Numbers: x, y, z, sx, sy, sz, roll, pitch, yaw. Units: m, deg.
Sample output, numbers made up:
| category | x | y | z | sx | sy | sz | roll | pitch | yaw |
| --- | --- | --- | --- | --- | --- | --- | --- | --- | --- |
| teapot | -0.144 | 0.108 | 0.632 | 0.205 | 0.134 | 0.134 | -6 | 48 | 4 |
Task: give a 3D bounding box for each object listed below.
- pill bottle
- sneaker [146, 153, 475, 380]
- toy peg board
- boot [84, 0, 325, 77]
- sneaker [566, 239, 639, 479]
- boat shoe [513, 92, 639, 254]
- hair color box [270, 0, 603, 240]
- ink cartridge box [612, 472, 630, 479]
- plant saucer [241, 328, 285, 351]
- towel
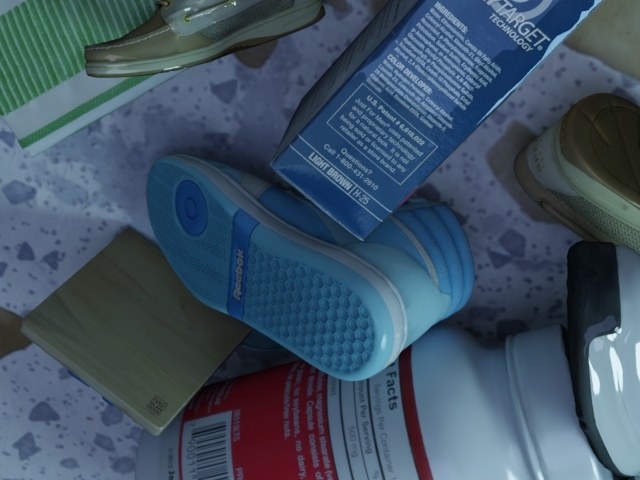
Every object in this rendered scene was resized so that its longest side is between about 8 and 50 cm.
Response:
| category | x | y | z | sx | sy | sz | roll | pitch | yaw |
| --- | --- | --- | --- | --- | --- | --- | --- | --- | --- |
| pill bottle | 0.053 | 0.211 | 0.989 | 0.408 | 0.229 | 0.229 | -16 | 111 | 15 |
| sneaker | 0.000 | 0.000 | 0.966 | 0.319 | 0.208 | 0.127 | 35 | 127 | 32 |
| toy peg board | -0.179 | 0.100 | 1.004 | 0.161 | 0.160 | 0.079 | 36 | 136 | 6 |
| boot | -0.111 | -0.230 | 0.859 | 0.213 | 0.077 | 0.165 | -22 | 112 | -17 |
| sneaker | 0.376 | 0.136 | 0.884 | 0.258 | 0.169 | 0.447 | -13 | 135 | 26 |
| boat shoe | 0.328 | -0.001 | 0.926 | 0.341 | 0.121 | 0.110 | 36 | 150 | -9 |
| hair color box | 0.117 | -0.175 | 0.829 | 0.105 | 0.174 | 0.347 | 39 | 114 | -11 |
| ink cartridge box | 0.269 | 0.373 | 0.989 | 0.131 | 0.306 | 0.226 | -23 | 109 | 18 |
| plant saucer | -0.058 | 0.055 | 1.046 | 0.119 | 0.021 | 0.119 | 3 | 116 | 7 |
| towel | -0.251 | -0.263 | 0.921 | 0.248 | 0.038 | 0.324 | -26 | 107 | 17 |
